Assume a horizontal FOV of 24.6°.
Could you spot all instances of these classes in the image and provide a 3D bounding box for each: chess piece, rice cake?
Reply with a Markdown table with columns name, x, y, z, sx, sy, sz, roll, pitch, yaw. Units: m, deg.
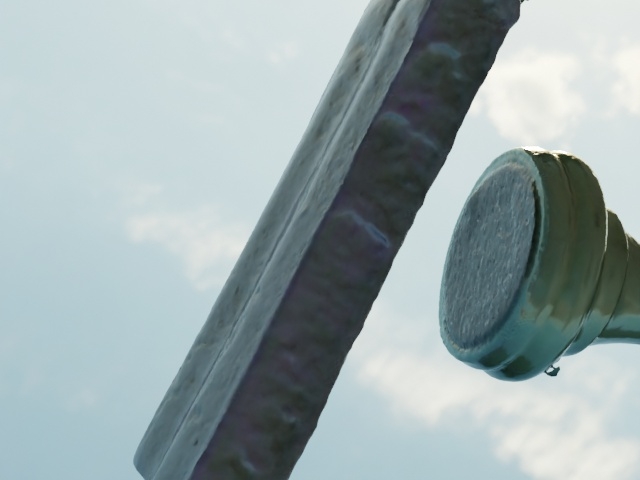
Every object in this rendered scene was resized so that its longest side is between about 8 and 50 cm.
| name | x | y | z | sx | sy | sz | roll | pitch | yaw |
| --- | --- | --- | --- | --- | --- | --- | --- | --- | --- |
| chess piece | 0.269 | 0.048 | 1.232 | 0.299 | 0.194 | 0.194 | 16 | -146 | -18 |
| rice cake | -0.001 | 0.001 | 0.702 | 0.050 | 0.298 | 0.106 | 28 | 176 | -18 |

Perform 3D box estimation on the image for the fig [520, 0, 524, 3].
| name | x | y | z | sx | sy | sz | roll | pitch | yaw |
| --- | --- | --- | --- | --- | --- | --- | --- | --- | --- |
| fig | 0.222 | -0.291 | 1.379 | 0.148 | 0.142 | 0.186 | -4 | -155 | 32 |
